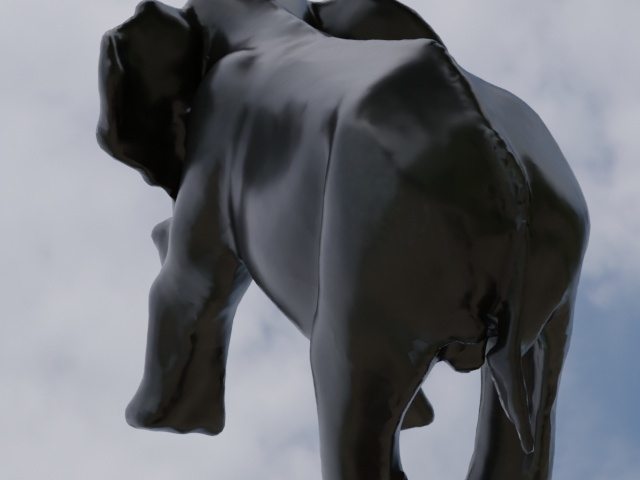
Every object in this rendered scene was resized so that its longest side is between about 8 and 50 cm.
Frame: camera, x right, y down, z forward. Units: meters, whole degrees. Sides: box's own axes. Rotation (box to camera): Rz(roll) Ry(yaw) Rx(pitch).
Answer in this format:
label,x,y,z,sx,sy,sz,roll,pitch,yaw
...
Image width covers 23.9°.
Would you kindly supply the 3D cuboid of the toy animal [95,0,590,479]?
label,x,y,z,sx,sy,sz,roll,pitch,yaw
toy animal,0.004,-0.001,0.460,0.115,0.245,0.146,-12,-70,-35
